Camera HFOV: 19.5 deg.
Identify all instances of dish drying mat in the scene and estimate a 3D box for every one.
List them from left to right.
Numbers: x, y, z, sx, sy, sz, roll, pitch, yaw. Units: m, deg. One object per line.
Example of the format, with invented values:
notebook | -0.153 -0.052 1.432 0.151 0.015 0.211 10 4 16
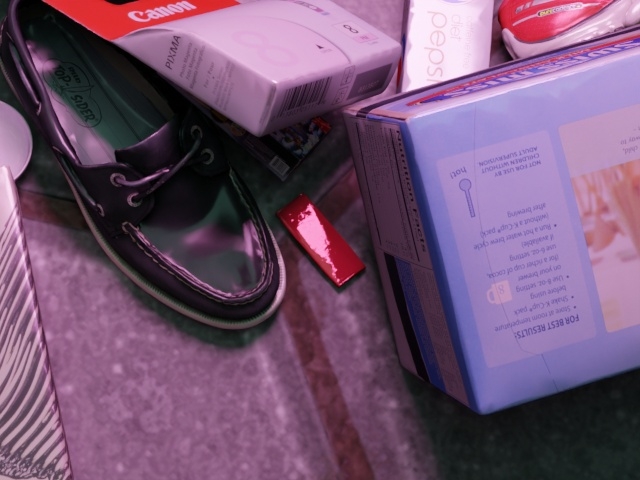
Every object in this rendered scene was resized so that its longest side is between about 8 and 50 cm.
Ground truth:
dish drying mat | 0.000 0.000 1.544 0.032 0.008 0.083 -37 77 -16

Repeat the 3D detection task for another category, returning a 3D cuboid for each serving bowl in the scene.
serving bowl | -0.279 -0.074 1.538 0.083 0.027 0.083 1 71 -4

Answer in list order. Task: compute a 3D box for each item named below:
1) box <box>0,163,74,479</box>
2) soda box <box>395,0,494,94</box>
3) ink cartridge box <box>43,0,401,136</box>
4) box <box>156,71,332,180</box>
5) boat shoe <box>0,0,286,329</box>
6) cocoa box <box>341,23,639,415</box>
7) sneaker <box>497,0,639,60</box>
box | -0.266 0.088 1.449 0.113 0.094 0.275 -13 73 -8
soda box | 0.107 -0.178 1.581 0.073 0.069 0.216 7 72 -2
ink cartridge box | -0.077 -0.176 1.494 0.232 0.066 0.189 37 32 19
box | -0.061 -0.115 1.527 0.137 0.094 0.027 40 116 -1
boat shoe | -0.147 -0.078 1.504 0.127 0.113 0.340 -31 76 -13
cocoa box | 0.223 -0.034 1.422 0.347 0.228 0.231 -16 98 -9
sneaker | 0.277 -0.230 1.597 0.279 0.107 0.118 -26 65 -15
